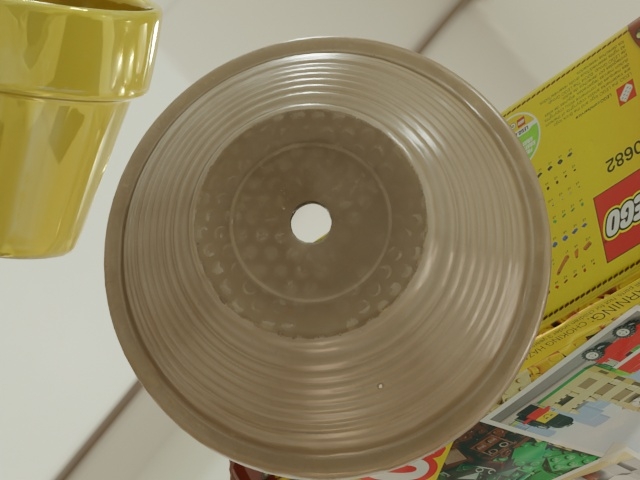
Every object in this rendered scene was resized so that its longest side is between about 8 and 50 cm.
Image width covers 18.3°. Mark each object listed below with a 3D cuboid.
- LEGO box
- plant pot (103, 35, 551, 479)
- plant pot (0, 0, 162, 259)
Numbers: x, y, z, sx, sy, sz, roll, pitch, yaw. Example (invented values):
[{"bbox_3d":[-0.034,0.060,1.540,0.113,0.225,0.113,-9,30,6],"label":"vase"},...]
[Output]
[{"bbox_3d":[0.223,0.075,1.500,0.372,0.193,0.500,24,-45,-36],"label":"LEGO box"},{"bbox_3d":[0.000,0.000,1.012,0.237,0.237,0.110,34,-7,11],"label":"plant pot"},{"bbox_3d":[-0.286,-0.117,1.806,0.254,0.239,0.254,10,11,-2],"label":"plant pot"}]
